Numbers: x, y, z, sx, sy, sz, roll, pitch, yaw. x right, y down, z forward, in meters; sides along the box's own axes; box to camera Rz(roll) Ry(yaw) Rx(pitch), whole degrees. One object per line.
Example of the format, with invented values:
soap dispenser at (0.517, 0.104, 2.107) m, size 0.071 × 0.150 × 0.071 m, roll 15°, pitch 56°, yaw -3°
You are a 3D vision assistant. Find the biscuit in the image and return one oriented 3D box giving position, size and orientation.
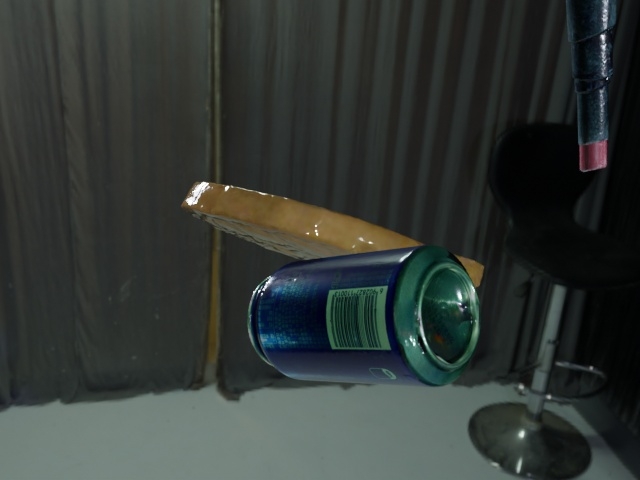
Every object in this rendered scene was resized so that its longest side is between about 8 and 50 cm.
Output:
biscuit at (-0.001, 0.002, 0.934) m, size 0.365 × 0.062 × 0.385 m, roll 17°, pitch -2°, yaw -30°

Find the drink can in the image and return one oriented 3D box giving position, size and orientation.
drink can at (0.033, 0.069, 0.620) m, size 0.204 × 0.118 × 0.118 m, roll -7°, pitch 10°, yaw 45°

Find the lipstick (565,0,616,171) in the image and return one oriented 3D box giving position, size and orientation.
lipstick at (0.301, -0.184, 0.781) m, size 0.053 × 0.234 × 0.053 m, roll -8°, pitch 28°, yaw 5°
